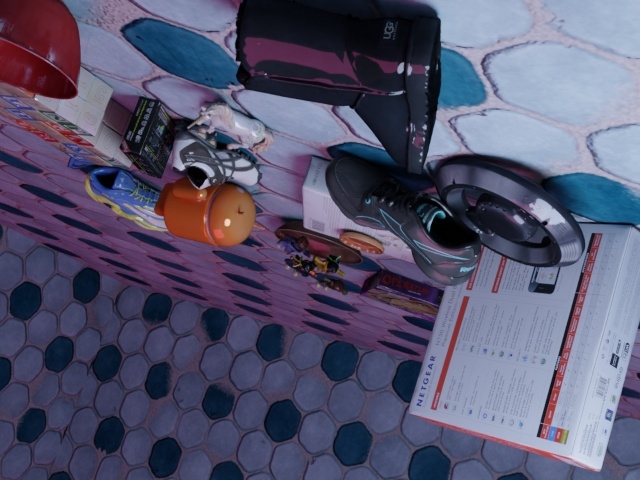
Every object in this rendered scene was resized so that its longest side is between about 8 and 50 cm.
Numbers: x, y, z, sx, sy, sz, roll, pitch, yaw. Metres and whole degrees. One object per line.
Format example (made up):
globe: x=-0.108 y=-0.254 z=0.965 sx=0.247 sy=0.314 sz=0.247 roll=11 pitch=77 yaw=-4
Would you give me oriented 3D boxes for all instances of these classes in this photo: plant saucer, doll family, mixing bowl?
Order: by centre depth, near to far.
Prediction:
mixing bowl: x=-0.378 y=-0.265 z=1.077 sx=0.181 sy=0.098 sz=0.181 roll=18 pitch=166 yaw=4
plant saucer: x=0.074 y=0.003 z=1.495 sx=0.083 sy=0.013 sz=0.083 roll=19 pitch=167 yaw=4
doll family: x=-0.016 y=0.048 z=1.780 sx=0.193 sy=0.076 sz=0.111 roll=26 pitch=170 yaw=-19
plant saucer: x=0.000 y=0.000 z=1.801 sx=0.199 sy=0.036 sz=0.198 roll=18 pitch=167 yaw=4

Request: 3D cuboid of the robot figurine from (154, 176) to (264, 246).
robot figurine: x=-0.219 y=-0.056 z=1.672 sx=0.219 sy=0.128 sz=0.158 roll=12 pitch=121 yaw=28

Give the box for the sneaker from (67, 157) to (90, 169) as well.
sneaker: x=-0.439 y=-0.169 z=1.640 sx=0.082 sy=0.069 sz=0.209 roll=19 pitch=168 yaw=-18

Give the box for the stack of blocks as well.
stack of blocks: x=-0.417 y=-0.218 z=1.352 sx=0.171 sy=0.087 sz=0.297 roll=10 pitch=165 yaw=33

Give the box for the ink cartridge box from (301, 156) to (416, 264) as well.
ink cartridge box: x=0.088 y=-0.042 z=1.444 sx=0.239 sy=0.060 sz=0.275 roll=17 pitch=168 yaw=3

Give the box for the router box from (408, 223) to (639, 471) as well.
router box: x=0.310 y=0.137 z=1.268 sx=0.082 sy=0.335 sz=0.301 roll=28 pitch=165 yaw=-37

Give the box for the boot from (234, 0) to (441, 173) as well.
boot: x=0.022 y=-0.169 z=0.913 sx=0.207 sy=0.094 sz=0.246 roll=12 pitch=160 yaw=12

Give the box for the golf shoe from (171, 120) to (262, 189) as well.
golf shoe: x=-0.180 y=-0.121 z=1.421 sx=0.077 sy=0.093 sz=0.198 roll=6 pitch=164 yaw=41

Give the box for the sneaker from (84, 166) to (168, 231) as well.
sneaker: x=-0.411 y=-0.092 z=1.871 sx=0.240 sy=0.091 sz=0.126 roll=21 pitch=167 yaw=-5

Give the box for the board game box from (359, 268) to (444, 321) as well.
board game box: x=0.281 y=0.160 z=2.060 sx=0.347 sy=0.056 sz=0.208 roll=20 pitch=163 yaw=-6

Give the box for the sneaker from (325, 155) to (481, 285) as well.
sneaker: x=0.125 y=-0.048 z=1.232 sx=0.267 sy=0.101 sz=0.106 roll=36 pitch=156 yaw=8

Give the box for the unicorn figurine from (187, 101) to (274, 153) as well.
unicorn figurine: x=-0.138 y=-0.172 z=1.246 sx=0.162 sy=0.060 sz=0.111 roll=7 pitch=174 yaw=-30

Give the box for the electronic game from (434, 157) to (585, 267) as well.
electronic game: x=0.260 y=-0.036 z=1.179 sx=0.229 sy=0.048 sz=0.229 roll=33 pitch=165 yaw=10

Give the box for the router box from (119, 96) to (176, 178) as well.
router box: x=-0.275 y=-0.164 z=1.369 sx=0.038 sy=0.092 sz=0.122 roll=17 pitch=167 yaw=10
